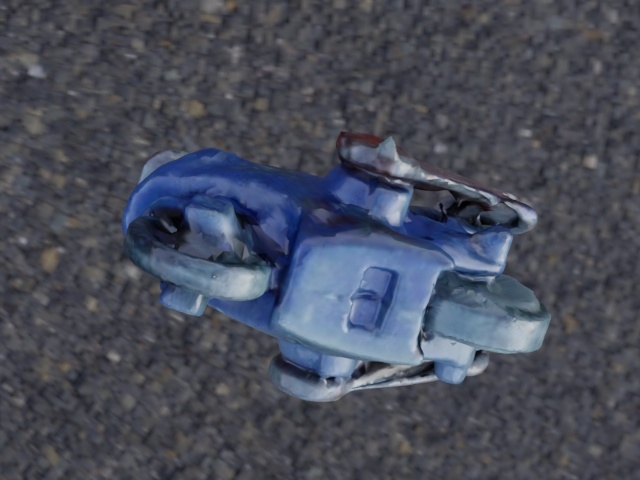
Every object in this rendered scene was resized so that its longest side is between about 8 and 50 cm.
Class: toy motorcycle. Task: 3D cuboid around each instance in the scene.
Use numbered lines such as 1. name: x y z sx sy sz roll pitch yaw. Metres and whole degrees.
1. toy motorcycle: -0.006 0.023 1.202 0.319 0.241 0.182 13 78 -23
